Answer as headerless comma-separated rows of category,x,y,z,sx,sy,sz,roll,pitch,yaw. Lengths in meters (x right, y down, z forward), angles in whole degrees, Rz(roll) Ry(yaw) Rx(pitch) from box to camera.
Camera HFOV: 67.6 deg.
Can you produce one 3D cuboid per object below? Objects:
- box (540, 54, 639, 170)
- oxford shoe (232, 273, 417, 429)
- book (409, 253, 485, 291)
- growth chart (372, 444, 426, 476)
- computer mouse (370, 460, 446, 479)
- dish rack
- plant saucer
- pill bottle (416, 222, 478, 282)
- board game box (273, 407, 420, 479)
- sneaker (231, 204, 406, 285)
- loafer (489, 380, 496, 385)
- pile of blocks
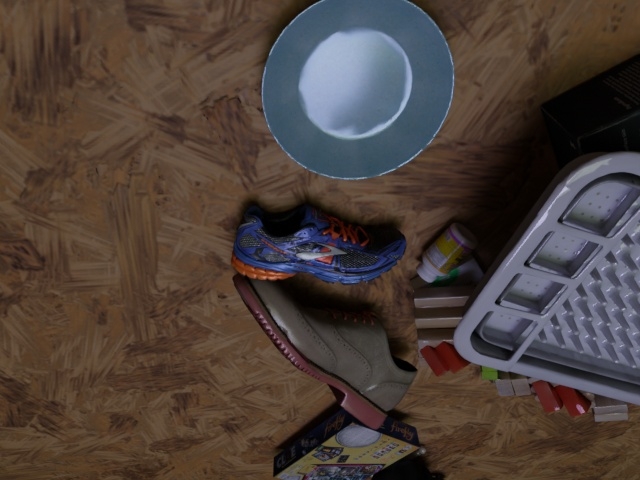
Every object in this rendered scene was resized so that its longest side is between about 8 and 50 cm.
box,0.351,-0.107,0.519,0.158,0.093,0.156,-27,125,15
oxford shoe,0.016,0.135,0.698,0.130,0.123,0.348,-45,122,-3
book,0.208,0.087,0.707,0.096,0.035,0.144,-31,122,17
growth chart,0.102,0.411,0.963,0.172,0.021,0.237,-29,125,19
computer mouse,0.165,0.508,1.001,0.188,0.072,0.272,-19,149,7
dish rack,0.339,0.051,0.524,0.332,0.072,0.286,17,124,-8
plant saucer,0.037,-0.155,0.492,0.195,0.037,0.195,-2,130,-3
pill bottle,0.166,0.018,0.637,0.043,0.043,0.083,25,123,-22
board game box,0.044,0.405,0.913,0.165,0.042,0.243,30,123,-25
sneaker,0.000,0.000,0.590,0.221,0.083,0.087,-1,121,-8
loafer,0.332,0.202,0.793,0.056,0.050,0.148,16,126,-17
pile of blocks,0.294,0.161,0.642,0.362,0.113,0.149,13,133,-1
